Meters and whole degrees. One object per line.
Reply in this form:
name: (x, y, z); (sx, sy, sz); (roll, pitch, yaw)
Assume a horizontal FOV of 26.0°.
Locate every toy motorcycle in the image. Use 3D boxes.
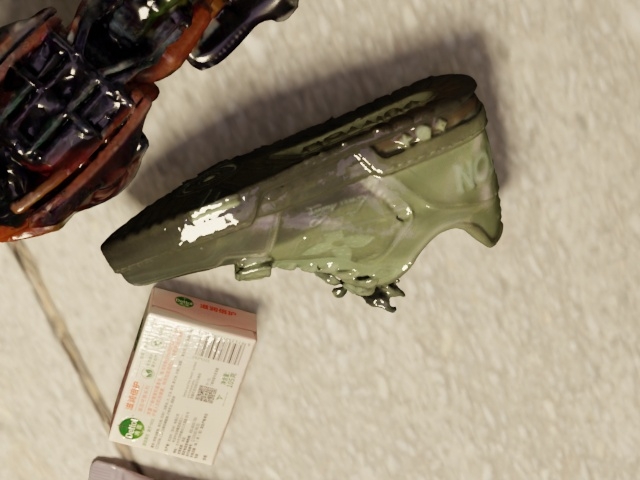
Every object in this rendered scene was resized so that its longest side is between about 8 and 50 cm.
toy motorcycle: (-0.124, -0.131, 0.912); (0.134, 0.207, 0.401); (41, 91, -6)

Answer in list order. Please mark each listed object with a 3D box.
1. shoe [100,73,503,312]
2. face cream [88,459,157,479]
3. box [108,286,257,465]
shoe: (0.000, 0.000, 1.001); (0.293, 0.109, 0.149); (-24, 109, 4)
face cream: (-0.072, 0.282, 1.159); (0.274, 0.096, 0.154); (15, 118, 4)
box: (-0.108, 0.108, 1.087); (0.089, 0.043, 0.125); (17, 114, -11)
